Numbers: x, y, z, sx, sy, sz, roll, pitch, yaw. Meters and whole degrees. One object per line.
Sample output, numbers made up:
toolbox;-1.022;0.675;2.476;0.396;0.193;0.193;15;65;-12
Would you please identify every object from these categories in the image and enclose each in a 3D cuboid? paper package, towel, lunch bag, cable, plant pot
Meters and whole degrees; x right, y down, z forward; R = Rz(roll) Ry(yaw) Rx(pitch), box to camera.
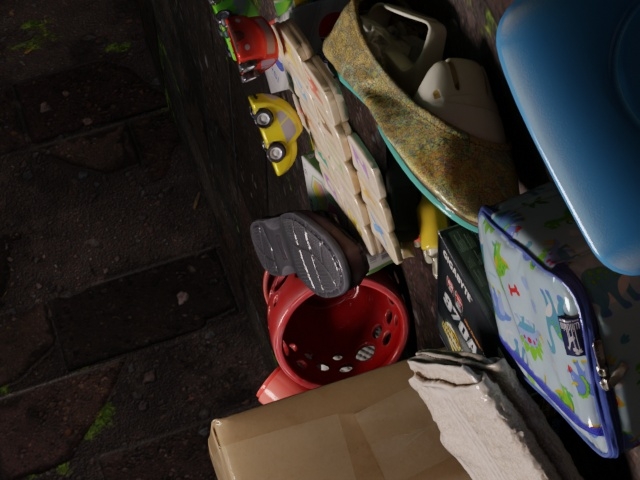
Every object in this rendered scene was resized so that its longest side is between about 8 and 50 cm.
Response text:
paper package;0.039;0.267;1.638;0.309;0.324;0.168;109;143;-75
towel;0.191;0.222;1.260;0.282;0.049;0.187;55;165;-8
lunch bag;0.206;0.063;1.075;0.219;0.090;0.176;-127;18;-64
cable;0.106;-0.101;1.487;0.139;0.072;0.287;-122;28;-79
plant pot;0.017;0.089;1.863;0.174;0.191;0.191;-108;6;-59

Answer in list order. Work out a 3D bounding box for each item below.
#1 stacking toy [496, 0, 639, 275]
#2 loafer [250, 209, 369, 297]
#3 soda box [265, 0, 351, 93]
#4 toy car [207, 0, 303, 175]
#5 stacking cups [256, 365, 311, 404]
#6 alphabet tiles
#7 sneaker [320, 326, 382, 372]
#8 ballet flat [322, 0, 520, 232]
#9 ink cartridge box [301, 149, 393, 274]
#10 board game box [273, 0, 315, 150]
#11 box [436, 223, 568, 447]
stacking toy;0.200;-0.072;0.796;0.302;0.175;0.166;45;-159;-82
loafer;0.000;0.000;1.692;0.302;0.095;0.109;12;121;67
soda box;-0.007;-0.243;1.662;0.286;0.098;0.091;-160;54;-78
toy car;-0.080;-0.219;1.535;0.239;0.053;0.225;73;175;-51
stacking cups;0.054;0.288;1.849;0.316;0.096;0.096;41;162;11
alphabet tiles;0.013;-0.108;1.487;0.278;0.021;0.284;59;172;39
sneaker;0.035;0.111;2.061;0.161;0.102;0.282;-123;28;-68
ballet flat;0.101;-0.141;1.265;0.348;0.123;0.123;-122;18;-49
ink cartridge box;0.029;-0.059;1.780;0.209;0.062;0.109;48;156;44
board game box;-0.012;-0.240;1.879;0.124;0.039;0.259;-152;48;-74
box;0.184;0.114;1.368;0.175;0.051;0.220;85;164;-51
